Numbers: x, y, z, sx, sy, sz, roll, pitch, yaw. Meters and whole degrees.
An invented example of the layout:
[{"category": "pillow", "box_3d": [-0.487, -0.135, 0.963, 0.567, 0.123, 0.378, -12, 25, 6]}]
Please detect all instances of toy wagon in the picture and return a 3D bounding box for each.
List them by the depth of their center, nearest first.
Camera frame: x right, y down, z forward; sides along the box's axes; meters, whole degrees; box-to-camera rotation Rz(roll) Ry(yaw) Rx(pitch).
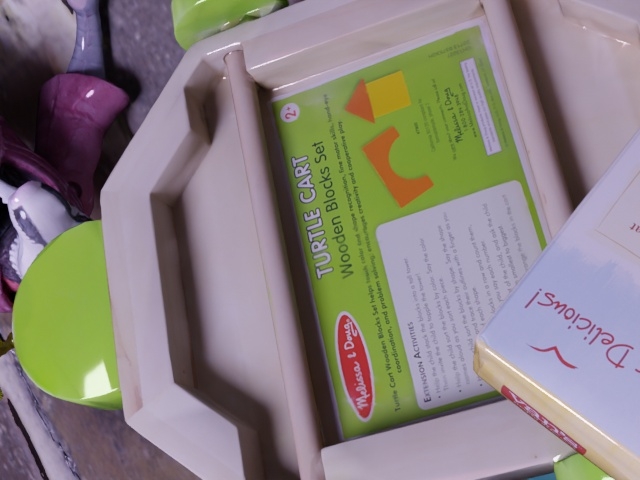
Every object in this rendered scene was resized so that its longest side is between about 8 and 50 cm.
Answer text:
[{"category": "toy wagon", "box_3d": [0.000, 0.000, 0.437, 0.344, 0.068, 0.267, -18, 67, 16]}]

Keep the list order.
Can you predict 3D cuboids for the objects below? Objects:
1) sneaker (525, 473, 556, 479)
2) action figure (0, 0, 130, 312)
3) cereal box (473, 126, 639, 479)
[{"category": "sneaker", "box_3d": [0.166, 0.105, 0.454, 0.302, 0.108, 0.121, 0, 106, 34]}, {"category": "action figure", "box_3d": [-0.249, -0.043, 0.600, 0.370, 0.248, 0.275, 38, 129, 20]}, {"category": "cereal box", "box_3d": [0.187, -0.003, 0.325, 0.173, 0.240, 0.047, 37, 169, 17]}]
